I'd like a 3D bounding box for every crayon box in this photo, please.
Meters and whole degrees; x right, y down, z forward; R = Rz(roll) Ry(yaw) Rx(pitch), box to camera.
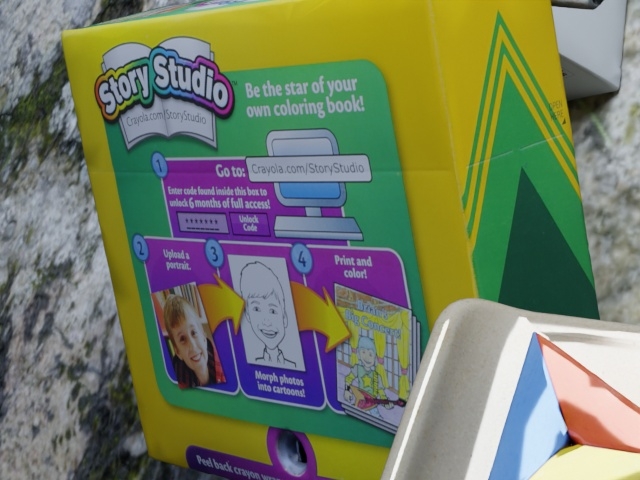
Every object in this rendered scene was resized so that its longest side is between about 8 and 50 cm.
[{"bbox_3d":[0.000,0.000,0.952,0.363,0.106,0.313,3,107,49],"label":"crayon box"}]

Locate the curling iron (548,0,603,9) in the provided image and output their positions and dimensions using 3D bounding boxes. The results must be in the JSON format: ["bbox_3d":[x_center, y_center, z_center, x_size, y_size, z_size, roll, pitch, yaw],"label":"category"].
[{"bbox_3d":[0.066,-0.176,0.910,0.274,0.035,0.068,31,99,50],"label":"curling iron"}]

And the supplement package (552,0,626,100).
[{"bbox_3d":[0.073,-0.165,1.033,0.244,0.134,0.139,-9,66,47],"label":"supplement package"}]

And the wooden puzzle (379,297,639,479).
[{"bbox_3d":[0.171,0.169,0.624,0.348,0.080,0.322,9,58,22],"label":"wooden puzzle"}]
